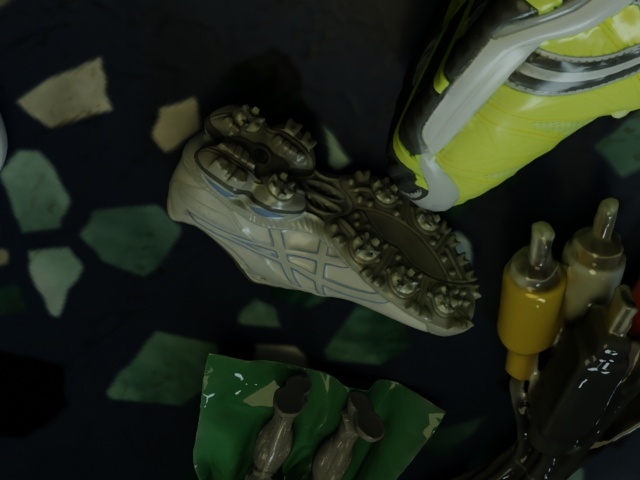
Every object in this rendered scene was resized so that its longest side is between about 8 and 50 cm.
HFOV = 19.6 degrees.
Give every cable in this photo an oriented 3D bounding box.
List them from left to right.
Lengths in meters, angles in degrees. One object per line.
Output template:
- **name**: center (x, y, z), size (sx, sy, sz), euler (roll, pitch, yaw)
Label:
- **cable**: center (0.129, 0.094, 1.024), size (0.139, 0.072, 0.287), euler (4, 138, -22)

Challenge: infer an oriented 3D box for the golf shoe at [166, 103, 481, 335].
- **golf shoe**: center (0.000, 0.000, 0.974), size (0.176, 0.069, 0.086), euler (35, 139, -10)

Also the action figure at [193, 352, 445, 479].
- **action figure**: center (-0.031, 0.174, 1.075), size (0.137, 0.063, 0.232), euler (17, 125, -7)

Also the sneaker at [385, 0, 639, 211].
- **sneaker**: center (0.177, -0.131, 0.816), size (0.147, 0.145, 0.384), euler (38, 119, -15)

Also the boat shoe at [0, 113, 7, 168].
- **boat shoe**: center (-0.249, -0.099, 0.924), size (0.083, 0.076, 0.226), euler (-32, 112, 23)
